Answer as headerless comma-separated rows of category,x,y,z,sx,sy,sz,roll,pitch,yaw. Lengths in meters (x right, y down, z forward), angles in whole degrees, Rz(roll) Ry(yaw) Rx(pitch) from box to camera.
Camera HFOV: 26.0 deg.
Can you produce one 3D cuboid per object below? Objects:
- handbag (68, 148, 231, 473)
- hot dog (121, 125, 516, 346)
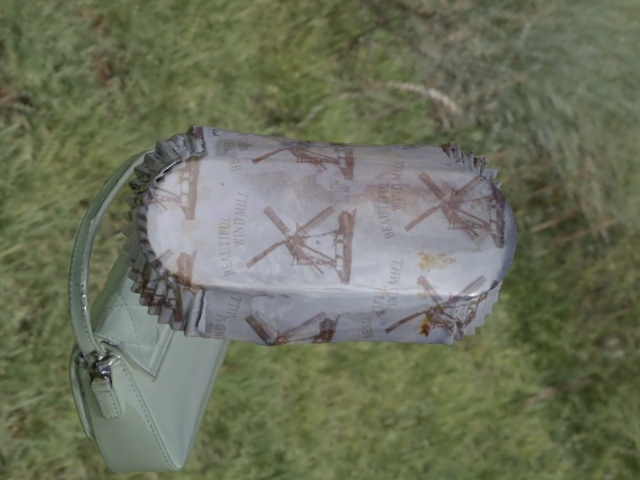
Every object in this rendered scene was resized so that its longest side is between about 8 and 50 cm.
handbag,-0.144,0.043,1.133,0.256,0.079,0.219,-72,153,-52
hot dog,0.000,0.000,0.669,0.059,0.191,0.108,114,-22,-75
